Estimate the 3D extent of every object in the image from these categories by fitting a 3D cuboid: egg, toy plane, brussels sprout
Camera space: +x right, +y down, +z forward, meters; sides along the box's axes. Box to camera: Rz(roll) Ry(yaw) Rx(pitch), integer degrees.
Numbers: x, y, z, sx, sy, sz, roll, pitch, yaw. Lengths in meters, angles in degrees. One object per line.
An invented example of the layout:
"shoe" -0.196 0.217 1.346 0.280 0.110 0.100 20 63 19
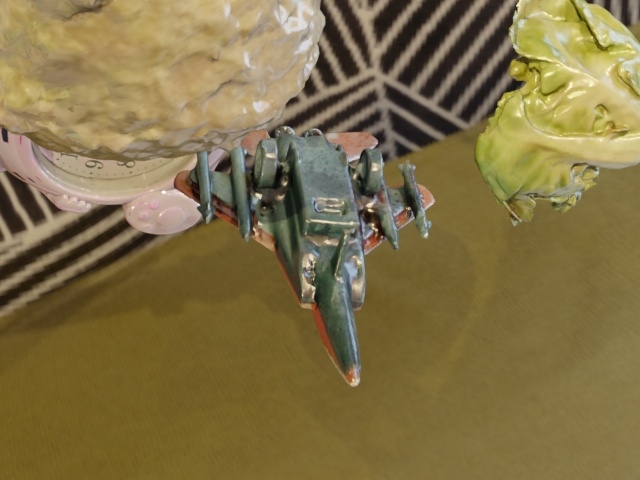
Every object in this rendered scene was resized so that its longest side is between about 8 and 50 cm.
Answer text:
"egg" -0.135 -0.182 0.810 0.310 0.279 0.279 32 91 8
"toy plane" 0.001 -0.006 1.048 0.223 0.326 0.104 3 119 -13
"brussels sprout" 0.091 -0.044 0.464 0.058 0.085 0.085 16 97 13

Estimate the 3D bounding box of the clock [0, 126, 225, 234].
"clock" -0.244 -0.155 1.533 0.322 0.113 0.295 11 131 -29
